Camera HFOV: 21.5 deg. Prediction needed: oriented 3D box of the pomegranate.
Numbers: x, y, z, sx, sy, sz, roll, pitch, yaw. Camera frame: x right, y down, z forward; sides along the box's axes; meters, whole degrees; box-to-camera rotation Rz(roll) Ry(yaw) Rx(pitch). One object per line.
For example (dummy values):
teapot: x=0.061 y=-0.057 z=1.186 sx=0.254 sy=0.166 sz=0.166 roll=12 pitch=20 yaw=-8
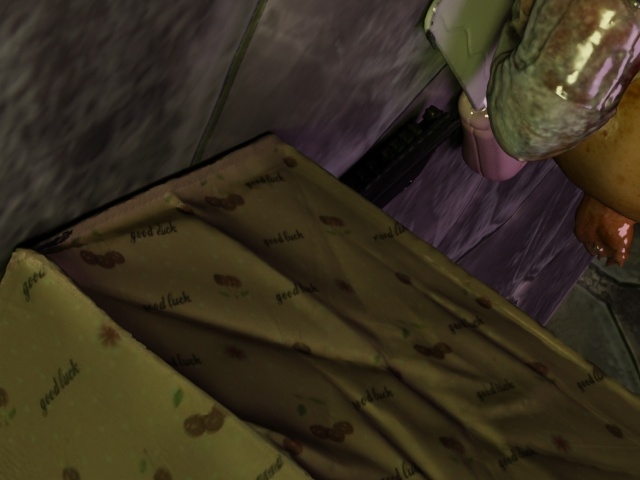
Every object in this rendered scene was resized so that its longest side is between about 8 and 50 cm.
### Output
pomegranate: x=0.258 y=-0.104 z=1.247 sx=0.207 sy=0.207 sz=0.207 roll=-49 pitch=167 yaw=-15

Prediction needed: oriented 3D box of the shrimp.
shrimp: x=0.187 y=-0.188 z=0.899 sx=0.343 sy=0.116 sz=0.145 roll=-60 pitch=168 yaw=22

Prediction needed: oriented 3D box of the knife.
knife: x=0.109 y=-0.105 z=1.034 sx=0.081 sy=0.043 sz=0.336 roll=-58 pitch=166 yaw=-5

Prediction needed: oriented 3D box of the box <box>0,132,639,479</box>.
box: x=0.007 y=0.125 z=0.707 sx=0.225 sy=0.297 sz=0.190 roll=-30 pitch=151 yaw=-60

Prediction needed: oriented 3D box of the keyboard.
keyboard: x=-0.001 y=0.000 z=0.962 sx=0.231 sy=0.023 sz=0.072 roll=-43 pitch=171 yaw=-37
